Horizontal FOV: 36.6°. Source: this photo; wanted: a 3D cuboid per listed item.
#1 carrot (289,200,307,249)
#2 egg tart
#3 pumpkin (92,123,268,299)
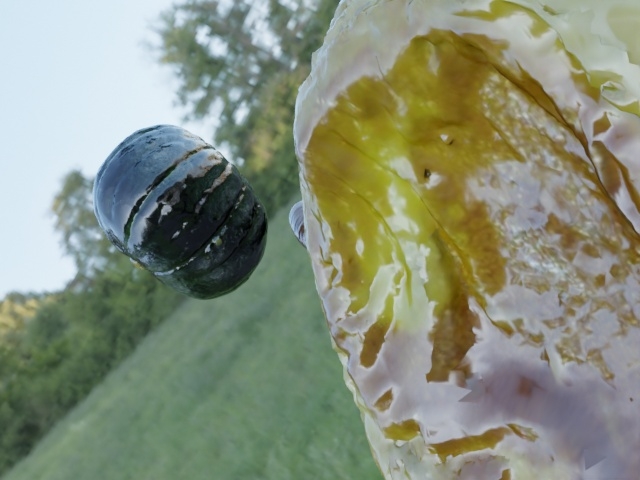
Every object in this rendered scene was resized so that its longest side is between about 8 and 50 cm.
[{"bbox_3d":[0.000,0.000,1.104,0.048,0.048,0.216,-63,19,12],"label":"carrot"},{"bbox_3d":[0.120,0.017,0.470,0.150,0.352,0.352,-22,-25,-32],"label":"egg tart"},{"bbox_3d":[-0.161,-0.030,1.123,0.162,0.220,0.220,-49,-2,-5],"label":"pumpkin"}]
